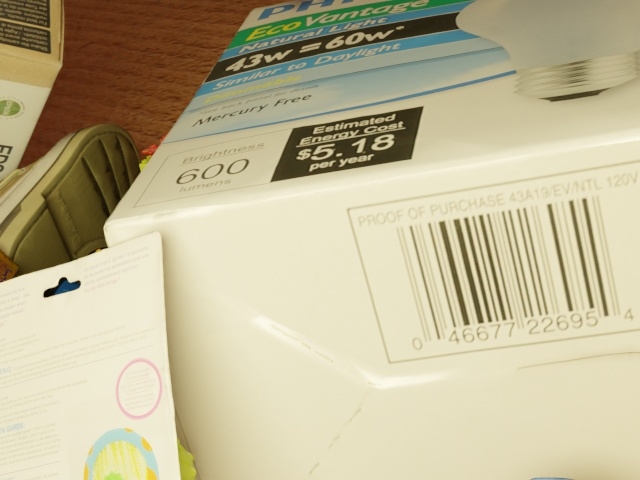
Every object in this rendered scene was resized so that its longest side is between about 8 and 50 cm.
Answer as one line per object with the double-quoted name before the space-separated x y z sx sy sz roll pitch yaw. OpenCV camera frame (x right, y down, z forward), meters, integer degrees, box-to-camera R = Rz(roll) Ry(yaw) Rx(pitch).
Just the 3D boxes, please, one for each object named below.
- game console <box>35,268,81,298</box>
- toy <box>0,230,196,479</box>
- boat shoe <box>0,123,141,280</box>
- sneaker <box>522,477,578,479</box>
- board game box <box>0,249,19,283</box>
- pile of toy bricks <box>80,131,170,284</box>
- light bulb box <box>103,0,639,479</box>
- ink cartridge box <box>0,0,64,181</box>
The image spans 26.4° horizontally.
"game console" -0.195 0.162 0.844 0.250 0.173 0.293 19 28 1
"toy" -0.101 0.129 0.646 0.137 0.237 0.056 -16 -20 34
"boat shoe" -0.246 -0.020 1.182 0.103 0.113 0.302 -8 20 19
"sneaker" 0.059 0.180 0.486 0.130 0.147 0.330 -4 25 25
"board game box" -0.263 0.070 0.917 0.124 0.039 0.259 -47 13 1
"pile of toy bricks" -0.123 -0.036 1.149 0.118 0.105 0.212 -3 26 27
"light bulb box" 0.115 -0.016 0.799 0.358 0.225 0.361 -9 24 13
"ink cartridge box" -0.342 -0.127 1.165 0.193 0.234 0.088 8 55 -24
